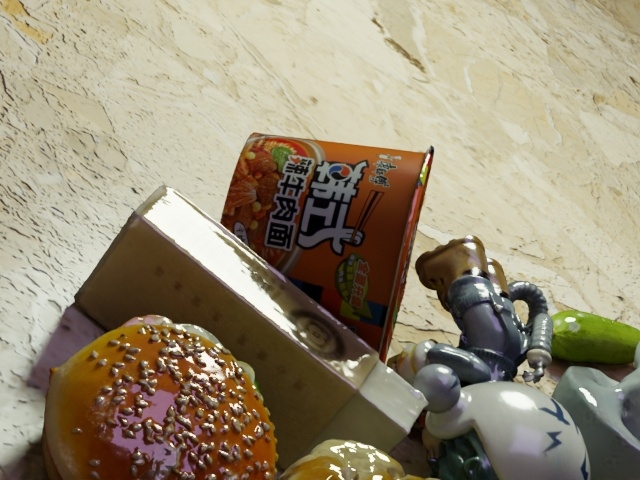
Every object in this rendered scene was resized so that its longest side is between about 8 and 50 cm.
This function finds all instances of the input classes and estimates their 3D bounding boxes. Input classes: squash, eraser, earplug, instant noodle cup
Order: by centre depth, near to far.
[{"bbox_3d":[-0.070,0.107,1.620,0.343,0.144,0.078,38,33,1],"label":"eraser"},{"bbox_3d":[0.000,0.000,1.720,0.192,0.250,0.250,14,33,5],"label":"instant noodle cup"},{"bbox_3d":[0.401,0.200,1.862,0.325,0.175,0.214,-19,37,-13],"label":"earplug"},{"bbox_3d":[0.359,0.127,2.104,0.201,0.066,0.066,8,43,-40],"label":"squash"}]

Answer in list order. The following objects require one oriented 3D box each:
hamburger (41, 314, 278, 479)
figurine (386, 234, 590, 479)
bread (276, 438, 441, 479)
[{"bbox_3d":[-0.146,0.176,1.455,0.237,0.147,0.237,23,37,-19],"label":"hamburger"},{"bbox_3d":[0.169,0.179,1.730,0.261,0.186,0.382,31,34,-39],"label":"figurine"},{"bbox_3d":[0.048,0.372,1.238,0.371,0.279,0.390,39,20,7],"label":"bread"}]
